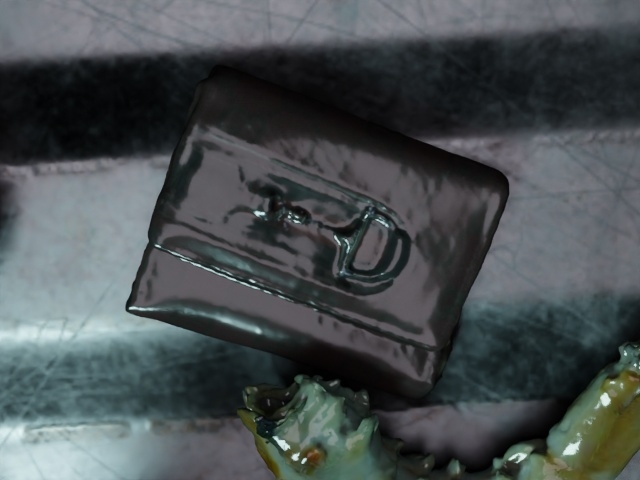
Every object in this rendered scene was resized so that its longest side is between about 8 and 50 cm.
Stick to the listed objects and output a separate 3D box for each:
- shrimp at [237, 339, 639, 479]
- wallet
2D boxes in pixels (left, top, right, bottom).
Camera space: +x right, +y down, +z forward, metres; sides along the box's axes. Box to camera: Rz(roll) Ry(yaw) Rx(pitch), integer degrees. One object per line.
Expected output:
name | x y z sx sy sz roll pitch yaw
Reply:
shrimp | 0.100 0.154 0.845 0.287 0.068 0.185 -9 119 9
wallet | 0.000 0.000 0.849 0.229 0.049 0.182 19 96 -5
